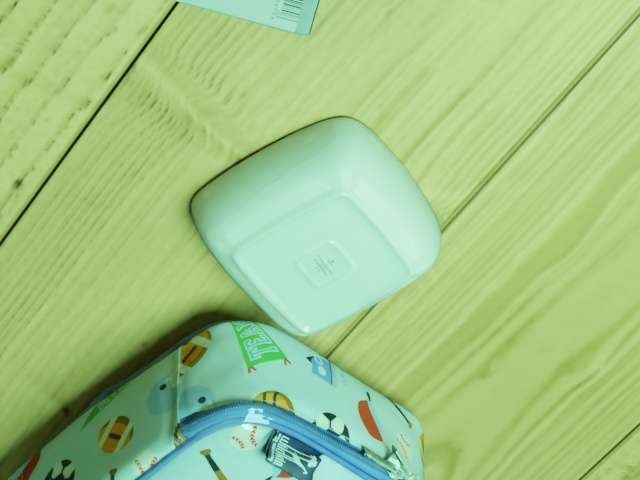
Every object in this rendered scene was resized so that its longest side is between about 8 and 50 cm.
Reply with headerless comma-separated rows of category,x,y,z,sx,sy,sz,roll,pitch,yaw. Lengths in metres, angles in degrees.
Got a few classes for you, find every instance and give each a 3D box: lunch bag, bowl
lunch bag,-0.069,0.197,1.280,0.303,0.115,0.243,-35,128,26
bowl,0.000,0.000,1.171,0.142,0.053,0.142,-29,125,16

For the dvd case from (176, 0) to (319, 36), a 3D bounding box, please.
dvd case,-0.098,-0.222,0.961,0.239,0.029,0.179,15,123,-5
